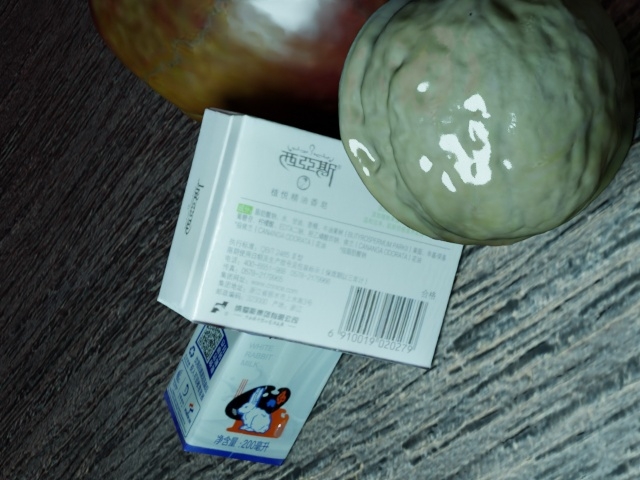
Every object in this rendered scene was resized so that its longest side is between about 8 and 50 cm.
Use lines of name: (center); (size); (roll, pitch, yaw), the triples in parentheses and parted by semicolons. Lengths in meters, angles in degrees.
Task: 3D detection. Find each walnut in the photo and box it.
walnut: (0.141, -0.107, 1.226); (0.248, 0.248, 0.248); (-34, 50, 52)

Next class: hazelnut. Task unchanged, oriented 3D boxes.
hazelnut: (-0.024, -0.307, 1.485); (0.402, 0.402, 0.429); (37, 107, 60)

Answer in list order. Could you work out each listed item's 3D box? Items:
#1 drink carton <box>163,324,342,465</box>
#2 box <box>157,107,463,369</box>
drink carton: (-0.044, 0.087, 1.578); (0.315, 0.130, 0.106); (-62, 33, 24)
box: (0.000, 0.000, 1.398); (0.111, 0.260, 0.194); (20, 95, 66)
